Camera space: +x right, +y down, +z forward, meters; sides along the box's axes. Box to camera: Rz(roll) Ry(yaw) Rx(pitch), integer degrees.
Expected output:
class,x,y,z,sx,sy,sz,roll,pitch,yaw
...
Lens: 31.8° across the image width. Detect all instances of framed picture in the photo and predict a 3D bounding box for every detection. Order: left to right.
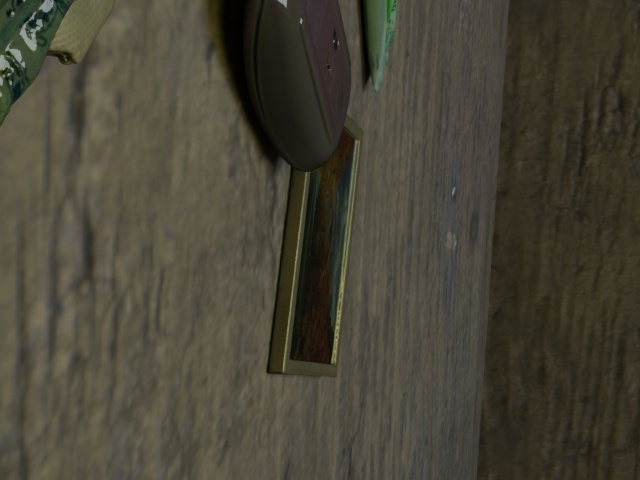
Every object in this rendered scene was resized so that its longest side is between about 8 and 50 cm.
class,x,y,z,sx,sy,sz,roll,pitch,yaw
framed picture,0.000,0.000,1.020,0.184,0.016,0.250,30,66,-72

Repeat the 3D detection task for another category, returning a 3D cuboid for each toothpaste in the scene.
class,x,y,z,sx,sy,sz,roll,pitch,yaw
toothpaste,0.058,-0.289,1.093,0.074,0.048,0.296,-71,163,-49

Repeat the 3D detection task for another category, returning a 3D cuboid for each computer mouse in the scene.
class,x,y,z,sx,sy,sz,roll,pitch,yaw
computer mouse,-0.020,-0.144,0.827,0.232,0.057,0.120,71,28,-61

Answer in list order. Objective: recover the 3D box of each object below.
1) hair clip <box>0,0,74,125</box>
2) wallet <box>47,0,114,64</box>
class,x,y,z,sx,sy,sz,roll,pitch,yaw
hair clip,-0.090,-0.118,0.441,0.229,0.036,0.066,-54,152,-27
wallet,-0.120,-0.231,0.440,0.275,0.068,0.335,37,65,-68
